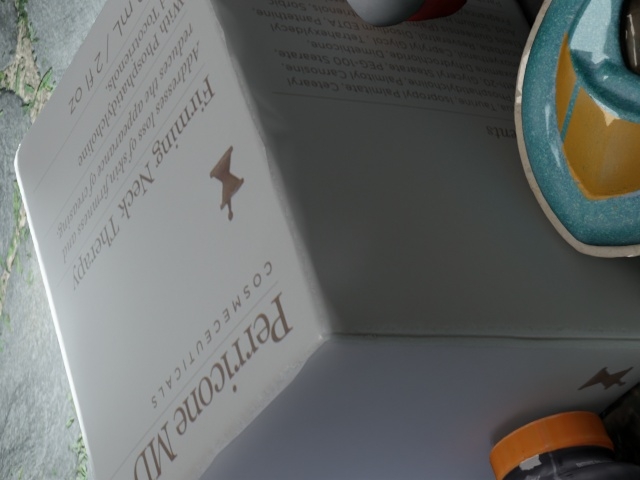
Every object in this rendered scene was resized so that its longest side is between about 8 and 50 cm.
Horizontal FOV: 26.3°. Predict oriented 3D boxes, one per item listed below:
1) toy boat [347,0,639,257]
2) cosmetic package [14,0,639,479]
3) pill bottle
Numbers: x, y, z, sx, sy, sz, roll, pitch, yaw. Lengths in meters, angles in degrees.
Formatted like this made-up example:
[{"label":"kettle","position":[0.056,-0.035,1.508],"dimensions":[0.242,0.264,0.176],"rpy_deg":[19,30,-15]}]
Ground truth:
[{"label":"toy boat","position":[0.166,-0.134,0.916],"dimensions":[0.318,0.148,0.267],"rpy_deg":[24,106,23]},{"label":"cosmetic package","position":[0.000,0.000,1.072],"dimensions":[0.329,0.328,0.393],"rpy_deg":[-50,49,40]},{"label":"pill bottle","position":[0.195,0.242,0.933],"dimensions":[0.130,0.130,0.245],"rpy_deg":[-49,48,41]}]
